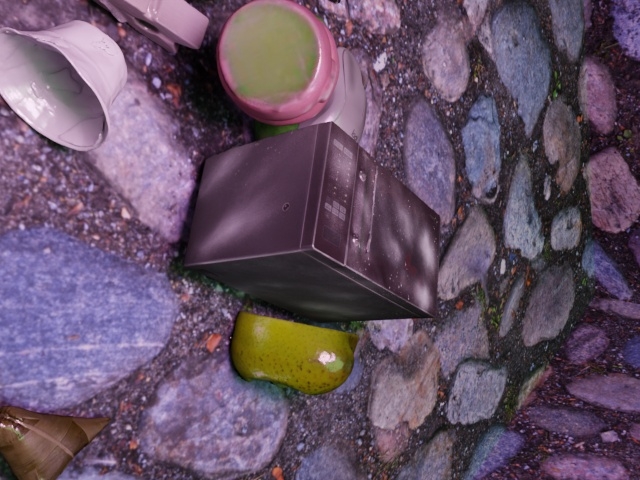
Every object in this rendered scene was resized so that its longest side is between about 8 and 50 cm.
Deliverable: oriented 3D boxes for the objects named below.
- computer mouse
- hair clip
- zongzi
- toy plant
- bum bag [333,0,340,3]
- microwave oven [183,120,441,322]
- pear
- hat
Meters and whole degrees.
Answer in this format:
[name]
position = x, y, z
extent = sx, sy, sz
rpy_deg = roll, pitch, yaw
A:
[computer mouse]
position = 0.042, -0.286, 1.284
extent = 0.296, 0.121, 0.184
rpy_deg = -64, 148, -16
[hair clip]
position = -0.329, -0.414, 0.907
extent = 0.331, 0.101, 0.085
rpy_deg = 22, 79, -48
[zongzi]
position = -0.454, 0.310, 0.968
extent = 0.176, 0.079, 0.160
rpy_deg = -43, 128, -44
[toy plant]
position = -0.081, -0.293, 1.051
extent = 0.211, 0.356, 0.316
rpy_deg = 16, 100, -7
[bum bag]
position = 0.043, -0.604, 1.296
extent = 0.058, 0.034, 0.124
rpy_deg = 20, 85, -56
[microwave oven]
position = 0.000, 0.000, 1.150
extent = 0.432, 0.375, 0.236
rpy_deg = 32, 57, -47
[pear]
position = -0.034, 0.262, 1.272
extent = 0.293, 0.293, 0.159
rpy_deg = 21, 74, -47
[hat]
position = -0.374, -0.249, 0.864
extent = 0.203, 0.203, 0.126
rpy_deg = 63, 37, -35
